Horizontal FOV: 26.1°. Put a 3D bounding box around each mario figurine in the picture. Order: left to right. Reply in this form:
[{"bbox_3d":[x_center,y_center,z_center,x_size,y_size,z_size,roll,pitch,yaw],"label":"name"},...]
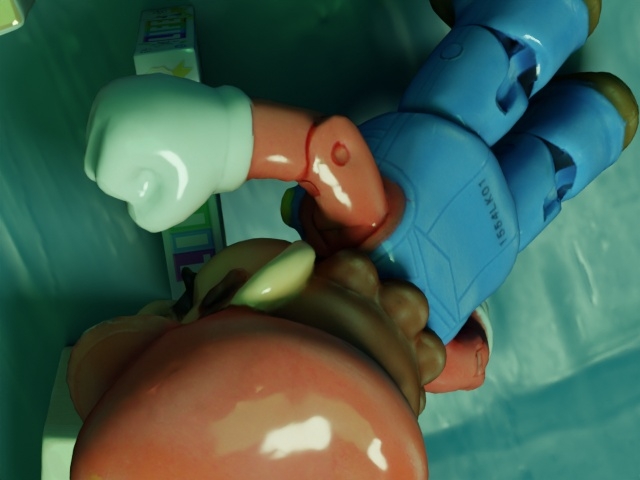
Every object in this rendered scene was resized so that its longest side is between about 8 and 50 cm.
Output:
[{"bbox_3d":[0.000,0.000,0.578,0.198,0.320,0.170,43,145,-2],"label":"mario figurine"}]

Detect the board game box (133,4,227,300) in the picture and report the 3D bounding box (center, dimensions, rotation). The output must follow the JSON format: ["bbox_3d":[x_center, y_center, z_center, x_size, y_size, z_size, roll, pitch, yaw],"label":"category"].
[{"bbox_3d":[-0.060,-0.023,0.638,0.026,0.103,0.154,-8,110,-3],"label":"board game box"}]

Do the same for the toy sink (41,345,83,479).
[{"bbox_3d":[-0.060,0.181,0.698,0.153,0.131,0.234,1,105,-6],"label":"toy sink"}]

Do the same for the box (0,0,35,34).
[{"bbox_3d":[-0.213,-0.155,0.581,0.130,0.091,0.170,-21,111,2],"label":"box"}]
